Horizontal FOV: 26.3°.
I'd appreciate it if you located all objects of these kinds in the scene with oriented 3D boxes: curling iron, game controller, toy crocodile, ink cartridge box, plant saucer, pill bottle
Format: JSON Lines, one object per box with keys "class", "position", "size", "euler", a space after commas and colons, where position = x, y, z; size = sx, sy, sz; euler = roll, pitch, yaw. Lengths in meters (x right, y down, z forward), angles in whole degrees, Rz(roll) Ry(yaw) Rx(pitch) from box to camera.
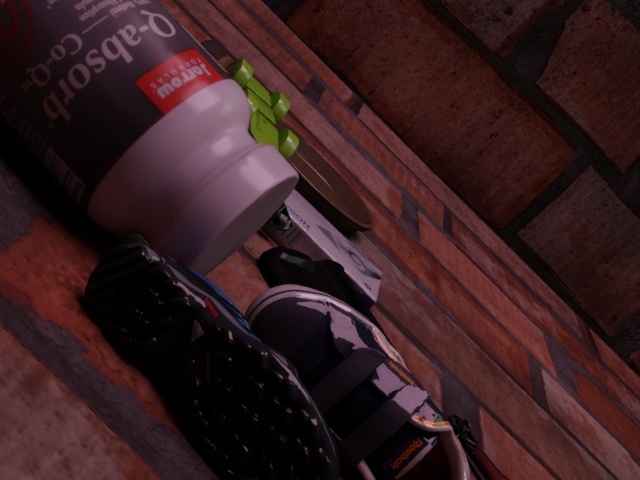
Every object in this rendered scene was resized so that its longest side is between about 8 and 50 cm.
{"class": "curling iron", "position": [0.234, 0.330, 1.784], "size": [0.068, 0.035, 0.274], "euler": [25, 23, -48]}
{"class": "game controller", "position": [0.031, 0.126, 1.748], "size": [0.166, 0.067, 0.319], "euler": [15, 29, -40]}
{"class": "toy crocodile", "position": [-0.115, -0.190, 2.184], "size": [0.115, 0.105, 0.340], "euler": [40, 18, -26]}
{"class": "ink cartridge box", "position": [0.000, 0.000, 2.043], "size": [0.223, 0.045, 0.224], "euler": [44, 12, -7]}
{"class": "plant saucer", "position": [-0.016, -0.111, 2.357], "size": [0.278, 0.041, 0.278], "euler": [43, 12, -11]}
{"class": "pill bottle", "position": [-0.205, -0.139, 1.426], "size": [0.363, 0.210, 0.210], "euler": [46, 12, 7]}

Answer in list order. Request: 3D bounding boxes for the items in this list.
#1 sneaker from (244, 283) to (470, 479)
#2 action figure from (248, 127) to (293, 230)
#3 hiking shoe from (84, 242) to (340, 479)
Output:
{"class": "sneaker", "position": [0.052, 0.176, 1.467], "size": [0.321, 0.126, 0.127], "euler": [43, 7, -20]}
{"class": "action figure", "position": [-0.108, -0.091, 1.852], "size": [0.232, 0.137, 0.063], "euler": [48, -9, -36]}
{"class": "hiking shoe", "position": [-0.078, 0.116, 1.263], "size": [0.304, 0.113, 0.132], "euler": [49, 14, 14]}
